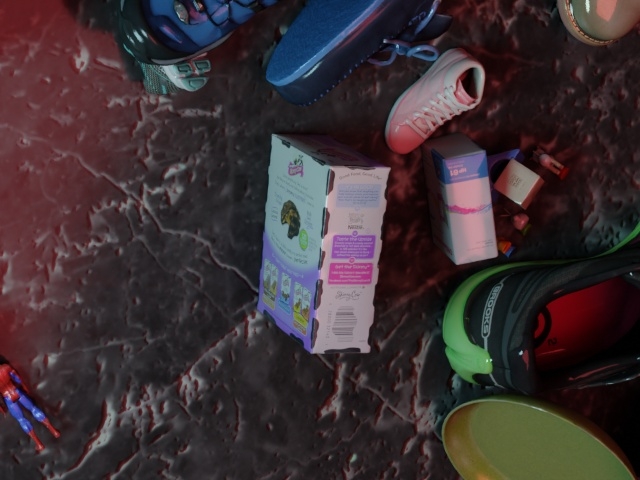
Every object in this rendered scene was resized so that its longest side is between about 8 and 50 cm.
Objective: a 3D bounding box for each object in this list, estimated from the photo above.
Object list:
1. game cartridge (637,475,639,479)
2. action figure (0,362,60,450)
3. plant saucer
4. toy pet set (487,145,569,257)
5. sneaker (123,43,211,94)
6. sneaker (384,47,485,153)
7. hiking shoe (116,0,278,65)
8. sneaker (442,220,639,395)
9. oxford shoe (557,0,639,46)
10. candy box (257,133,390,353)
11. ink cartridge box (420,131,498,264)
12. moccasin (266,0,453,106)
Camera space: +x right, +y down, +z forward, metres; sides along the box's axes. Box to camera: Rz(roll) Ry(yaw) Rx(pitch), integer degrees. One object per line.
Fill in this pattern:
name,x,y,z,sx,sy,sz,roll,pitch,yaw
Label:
game cartridge,0.482,0.190,2.093,0.355,0.068,0.230,-62,156,14
action figure,-0.314,0.163,1.856,0.038,0.030,0.115,-39,111,-14
plant saucer,0.253,0.246,2.020,0.241,0.241,0.037,52,52,-26
toy pet set,0.208,-0.055,1.996,0.065,0.114,0.122,34,91,18
sneaker,-0.174,-0.217,1.787,0.065,0.076,0.166,-20,90,-46
sneaker,0.125,-0.145,1.925,0.051,0.070,0.134,39,89,-28
hiking shoe,-0.065,-0.274,1.737,0.304,0.132,0.113,-37,100,-28
sneaker,0.379,0.066,2.015,0.483,0.202,0.185,-24,113,-14
oxford shoe,0.372,-0.389,1.912,0.141,0.146,0.397,18,98,-26
candy box,0.000,0.000,1.861,0.070,0.165,0.196,0,105,-23
ink cartridge box,0.150,-0.045,1.950,0.052,0.088,0.122,-13,109,-10
moccasin,0.097,-0.249,1.848,0.342,0.138,0.117,-43,120,-5
